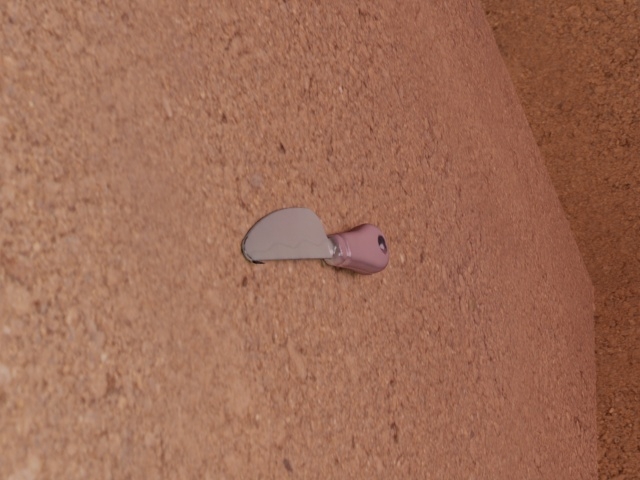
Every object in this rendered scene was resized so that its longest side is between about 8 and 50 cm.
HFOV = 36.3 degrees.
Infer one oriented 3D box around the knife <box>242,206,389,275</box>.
[{"bbox_3d":[0.000,-0.003,1.211,0.336,0.043,0.081,9,65,-61],"label":"knife"}]
